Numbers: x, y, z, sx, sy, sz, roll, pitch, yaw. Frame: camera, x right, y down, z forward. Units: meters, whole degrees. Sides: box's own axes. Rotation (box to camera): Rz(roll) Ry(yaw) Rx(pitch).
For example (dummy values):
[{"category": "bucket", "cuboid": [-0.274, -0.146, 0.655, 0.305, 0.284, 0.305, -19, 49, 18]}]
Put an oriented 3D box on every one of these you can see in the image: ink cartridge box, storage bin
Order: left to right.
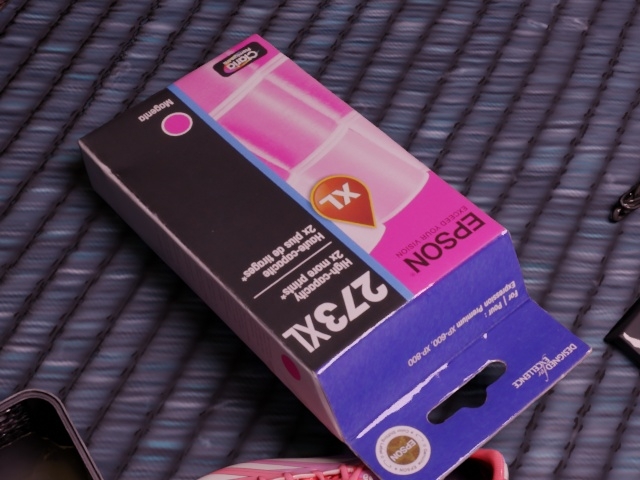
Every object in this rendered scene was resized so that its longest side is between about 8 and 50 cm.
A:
[{"category": "storage bin", "cuboid": [-0.186, 0.203, 0.724, 0.122, 0.084, 0.180, -27, 69, -18]}, {"category": "ink cartridge box", "cuboid": [0.000, 0.000, 0.806, 0.176, 0.069, 0.371, -35, 59, -21]}]

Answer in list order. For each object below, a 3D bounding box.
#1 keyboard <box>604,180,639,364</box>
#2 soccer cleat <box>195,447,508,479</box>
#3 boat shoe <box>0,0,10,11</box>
[{"category": "keyboard", "cuboid": [0.344, -0.013, 0.918, 0.201, 0.033, 0.317, 42, 66, 14]}, {"category": "soccer cleat", "cuboid": [0.005, 0.175, 0.752, 0.248, 0.095, 0.083, -5, 65, -9]}, {"category": "boat shoe", "cuboid": [-0.286, -0.161, 0.888, 0.095, 0.112, 0.335, 23, 68, -14]}]
